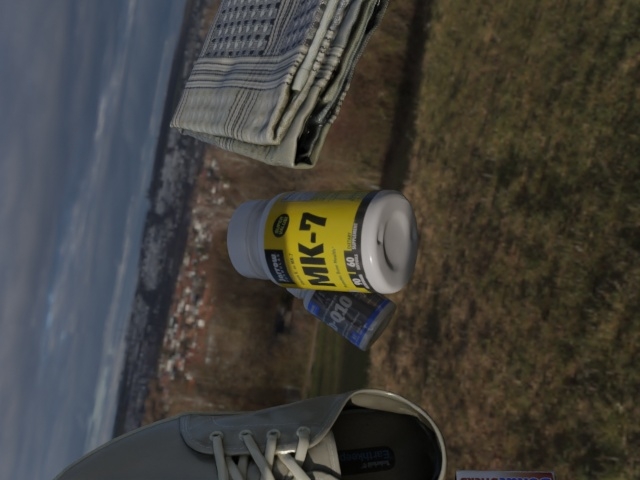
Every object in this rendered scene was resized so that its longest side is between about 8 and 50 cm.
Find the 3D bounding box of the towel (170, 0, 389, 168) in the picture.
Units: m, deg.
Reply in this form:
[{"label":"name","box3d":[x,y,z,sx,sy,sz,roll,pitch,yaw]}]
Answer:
[{"label":"towel","box3d":[-0.034,-0.233,0.811,0.324,0.056,0.312,23,87,58]}]

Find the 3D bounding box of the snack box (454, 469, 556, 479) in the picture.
[{"label":"snack box","box3d":[0.127,0.207,0.594,0.178,0.064,0.022,80,-169,-53]}]

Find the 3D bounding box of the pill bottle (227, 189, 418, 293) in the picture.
[{"label":"pill bottle","box3d":[0.000,0.000,0.983,0.119,0.208,0.119,-1,-88,-57]}]

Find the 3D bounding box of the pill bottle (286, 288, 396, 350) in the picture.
[{"label":"pill bottle","box3d":[0.026,0.079,1.110,0.078,0.137,0.078,-50,-15,-19]}]

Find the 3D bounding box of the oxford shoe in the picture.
[{"label":"oxford shoe","box3d":[-0.064,0.241,0.845,0.130,0.449,0.169,124,136,-62]}]
